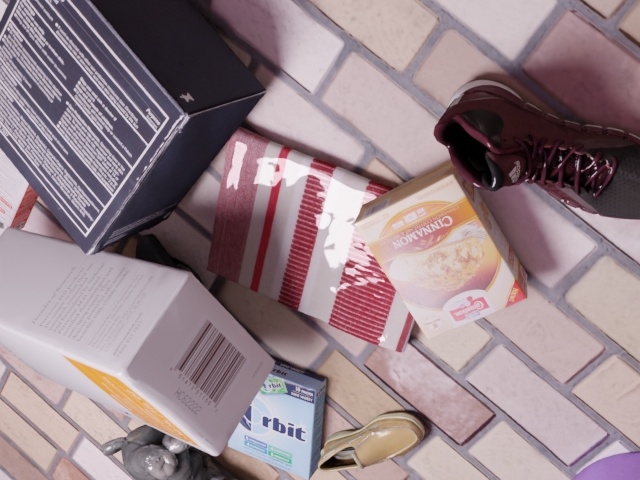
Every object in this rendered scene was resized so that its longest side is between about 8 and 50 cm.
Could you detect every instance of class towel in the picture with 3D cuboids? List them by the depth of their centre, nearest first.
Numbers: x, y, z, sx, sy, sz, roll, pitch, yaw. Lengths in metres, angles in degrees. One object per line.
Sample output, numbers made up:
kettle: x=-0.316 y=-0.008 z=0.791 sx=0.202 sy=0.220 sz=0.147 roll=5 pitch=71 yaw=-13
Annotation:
towel: x=0.000 y=0.000 z=1.189 sx=0.328 sy=0.037 sz=0.237 roll=23 pitch=121 yaw=15

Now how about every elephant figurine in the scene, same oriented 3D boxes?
elephant figurine: x=-0.223 y=0.418 z=1.446 sx=0.186 sy=0.169 sz=0.240 roll=13 pitch=133 yaw=58

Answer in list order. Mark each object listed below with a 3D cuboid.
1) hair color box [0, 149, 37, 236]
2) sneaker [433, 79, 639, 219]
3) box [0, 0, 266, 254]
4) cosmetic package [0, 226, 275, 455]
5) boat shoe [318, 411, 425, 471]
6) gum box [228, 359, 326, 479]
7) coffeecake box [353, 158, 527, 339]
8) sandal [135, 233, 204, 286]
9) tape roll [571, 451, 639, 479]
hair color box: x=-0.523 y=-0.093 z=1.419 sx=0.093 sy=0.053 sz=0.167 roll=41 pitch=125 yaw=3
sneaker: x=0.247 y=-0.075 z=0.932 sx=0.281 sy=0.162 sz=0.107 roll=25 pitch=124 yaw=16
box: x=-0.281 y=-0.196 z=1.140 sx=0.296 sy=0.182 sz=0.294 roll=50 pitch=128 yaw=6
cosmetic package: x=-0.315 y=0.133 z=1.238 sx=0.453 sy=0.162 sz=0.230 roll=11 pitch=149 yaw=41
boat shoe: x=0.074 y=0.318 z=1.285 sx=0.190 sy=0.072 sz=0.068 roll=-31 pitch=97 yaw=36
gum box: x=-0.073 y=0.280 z=1.367 sx=0.156 sy=0.041 sz=0.185 roll=17 pitch=120 yaw=22
coffeecake box: x=0.153 y=0.012 z=1.061 sx=0.142 sy=0.068 sz=0.186 roll=-27 pitch=106 yaw=24
sandal: x=-0.207 y=0.099 z=1.337 sx=0.255 sy=0.054 sz=0.097 roll=54 pitch=140 yaw=2
tape roll: x=0.448 y=0.419 z=1.120 sx=0.274 sy=0.090 sz=0.275 roll=13 pitch=119 yaw=24
